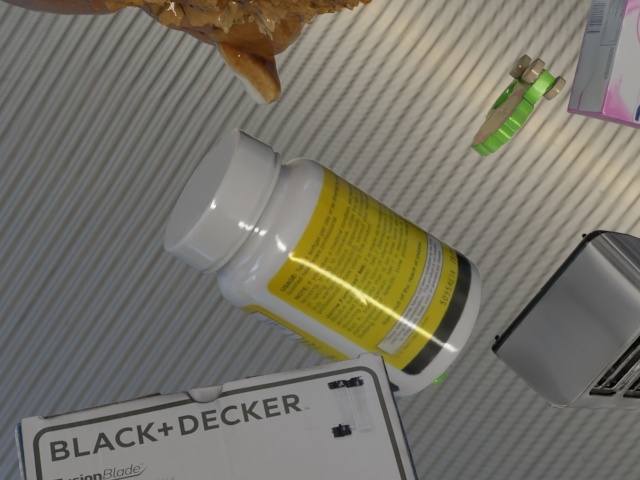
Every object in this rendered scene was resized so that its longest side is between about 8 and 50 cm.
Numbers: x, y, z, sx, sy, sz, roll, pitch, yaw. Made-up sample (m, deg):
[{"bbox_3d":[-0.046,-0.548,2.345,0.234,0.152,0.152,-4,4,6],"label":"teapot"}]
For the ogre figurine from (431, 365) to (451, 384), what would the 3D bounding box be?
[{"bbox_3d":[0.062,0.050,1.110,0.097,0.118,0.197,-14,80,0],"label":"ogre figurine"}]

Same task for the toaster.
[{"bbox_3d":[0.285,0.079,1.103,0.168,0.110,0.185,12,120,-52],"label":"toaster"}]

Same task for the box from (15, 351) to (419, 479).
[{"bbox_3d":[-0.049,0.173,0.596,0.169,0.087,0.290,-9,149,-10],"label":"box"}]

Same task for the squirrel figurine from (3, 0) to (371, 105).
[{"bbox_3d":[-0.095,-0.205,0.687,0.370,0.397,0.281,24,91,-49],"label":"squirrel figurine"}]

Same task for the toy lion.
[{"bbox_3d":[0.169,-0.117,1.007,0.034,0.100,0.096,39,100,-8],"label":"toy lion"}]

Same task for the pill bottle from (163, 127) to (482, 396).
[{"bbox_3d":[0.002,0.015,0.811,0.208,0.119,0.119,32,102,-19],"label":"pill bottle"}]

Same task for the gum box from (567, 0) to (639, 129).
[{"bbox_3d":[0.307,-0.197,1.044,0.107,0.062,0.188,10,96,-21],"label":"gum box"}]
